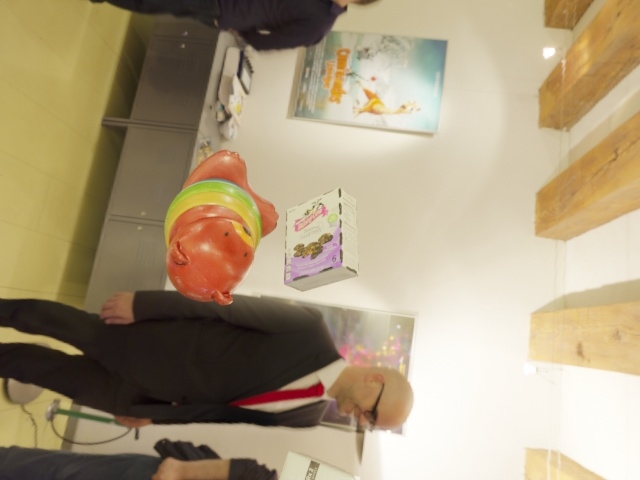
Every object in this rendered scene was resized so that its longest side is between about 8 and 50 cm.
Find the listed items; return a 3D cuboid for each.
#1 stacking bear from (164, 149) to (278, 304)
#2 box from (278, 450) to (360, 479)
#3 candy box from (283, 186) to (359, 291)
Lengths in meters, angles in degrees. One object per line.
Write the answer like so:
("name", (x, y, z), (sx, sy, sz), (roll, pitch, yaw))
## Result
("stacking bear", (-0.160, -0.010, 0.666), (0.176, 0.164, 0.289), (58, 4, -22))
("box", (-0.017, 0.465, 0.722), (0.182, 0.118, 0.181), (75, 33, -61))
("candy box", (0.000, 0.000, 0.990), (0.070, 0.164, 0.197), (30, 50, -44))
